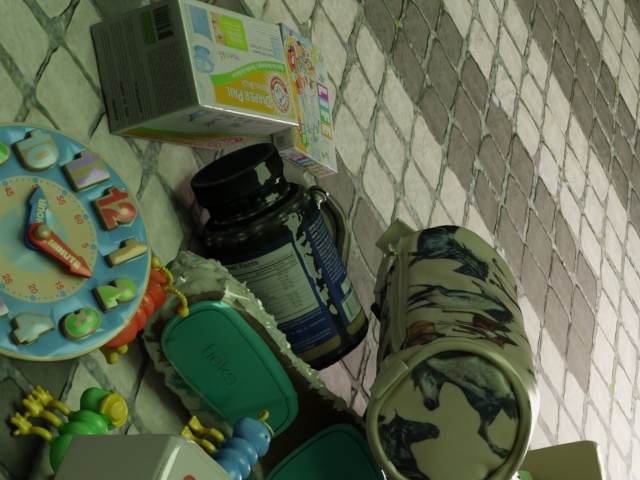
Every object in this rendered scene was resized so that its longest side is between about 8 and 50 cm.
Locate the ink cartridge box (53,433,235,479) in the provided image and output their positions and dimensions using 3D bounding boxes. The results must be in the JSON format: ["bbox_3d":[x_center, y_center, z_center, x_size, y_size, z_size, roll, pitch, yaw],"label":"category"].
[{"bbox_3d":[-0.146,0.319,1.446,0.207,0.117,0.283,50,50,-40],"label":"ink cartridge box"}]

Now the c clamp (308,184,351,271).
[{"bbox_3d":[0.000,0.000,2.090,0.137,0.022,0.160,55,33,-35],"label":"c clamp"}]

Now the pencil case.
[{"bbox_3d":[0.125,0.113,1.902,0.183,0.160,0.410,31,16,-7],"label":"pencil case"}]

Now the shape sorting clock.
[{"bbox_3d":[-0.232,-0.001,1.512,0.206,0.040,0.206,14,62,-28],"label":"shape sorting clock"}]

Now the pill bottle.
[{"bbox_3d":[-0.045,0.019,1.876,0.219,0.123,0.123,66,27,-17],"label":"pill bottle"}]

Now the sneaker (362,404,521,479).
[{"bbox_3d":[0.185,0.386,2.080,0.257,0.169,0.447,27,50,-55],"label":"sneaker"}]

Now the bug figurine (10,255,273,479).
[{"bbox_3d":[-0.142,0.160,1.607,0.279,0.072,0.216,58,48,-31],"label":"bug figurine"}]

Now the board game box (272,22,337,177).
[{"bbox_3d":[-0.023,-0.159,2.125,0.103,0.026,0.154,26,53,-58],"label":"board game box"}]

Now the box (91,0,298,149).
[{"bbox_3d":[-0.120,-0.161,1.845,0.203,0.103,0.114,4,73,-63],"label":"box"}]

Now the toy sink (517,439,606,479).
[{"bbox_3d":[0.270,0.365,2.283,0.131,0.153,0.234,19,61,-59],"label":"toy sink"}]

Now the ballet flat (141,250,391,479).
[{"bbox_3d":[-0.042,0.166,1.808,0.409,0.147,0.147,60,29,-30],"label":"ballet flat"}]
